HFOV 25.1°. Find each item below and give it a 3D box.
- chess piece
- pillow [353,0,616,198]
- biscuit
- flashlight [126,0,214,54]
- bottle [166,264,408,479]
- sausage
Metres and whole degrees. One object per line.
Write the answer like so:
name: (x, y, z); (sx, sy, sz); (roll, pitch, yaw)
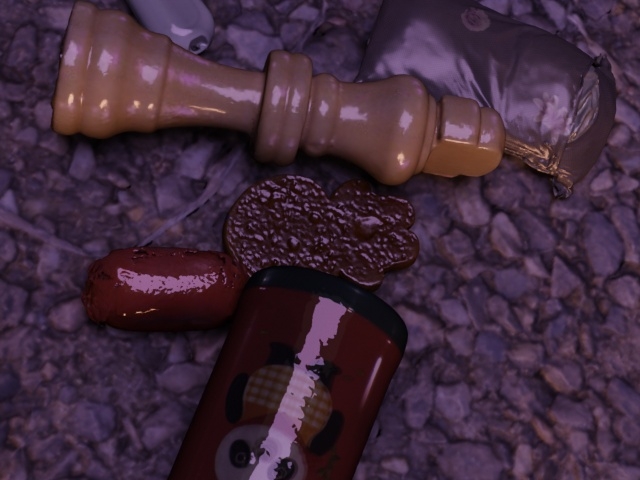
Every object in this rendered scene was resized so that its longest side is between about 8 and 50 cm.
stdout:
chess piece: (-0.031, -0.115, 1.264); (0.397, 0.117, 0.117); (11, 68, -7)
pillow: (0.159, -0.155, 1.352); (0.255, 0.059, 0.169); (24, 69, -3)
biscuit: (0.000, 0.000, 1.276); (0.175, 0.026, 0.124); (-2, 69, -12)
flashlight: (-0.166, -0.251, 1.325); (0.093, 0.047, 0.200); (-30, 78, -21)
bottle: (-0.047, 0.196, 1.133); (0.144, 0.144, 0.336); (22, 69, -3)
sausage: (-0.128, 0.042, 1.208); (0.141, 0.076, 0.076); (0, 70, -15)
